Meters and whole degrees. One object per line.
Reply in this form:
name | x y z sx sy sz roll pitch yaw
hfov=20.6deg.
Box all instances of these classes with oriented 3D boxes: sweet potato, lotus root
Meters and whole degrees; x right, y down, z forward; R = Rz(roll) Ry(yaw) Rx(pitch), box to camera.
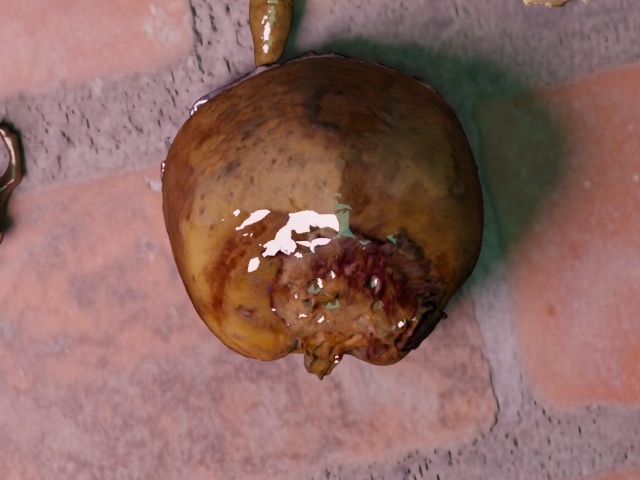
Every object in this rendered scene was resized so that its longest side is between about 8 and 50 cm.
sweet potato | -0.034 -0.207 1.406 0.041 0.038 0.153 8 103 -43
lotus root | 0.000 0.000 1.378 0.272 0.192 0.272 -1 118 -3

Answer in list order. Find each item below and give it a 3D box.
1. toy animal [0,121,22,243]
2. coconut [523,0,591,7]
toy animal | -0.364 -0.030 1.438 0.214 0.094 0.186 21 113 -11
coconut | 0.186 -0.282 1.283 0.227 0.227 0.230 -42 92 12
